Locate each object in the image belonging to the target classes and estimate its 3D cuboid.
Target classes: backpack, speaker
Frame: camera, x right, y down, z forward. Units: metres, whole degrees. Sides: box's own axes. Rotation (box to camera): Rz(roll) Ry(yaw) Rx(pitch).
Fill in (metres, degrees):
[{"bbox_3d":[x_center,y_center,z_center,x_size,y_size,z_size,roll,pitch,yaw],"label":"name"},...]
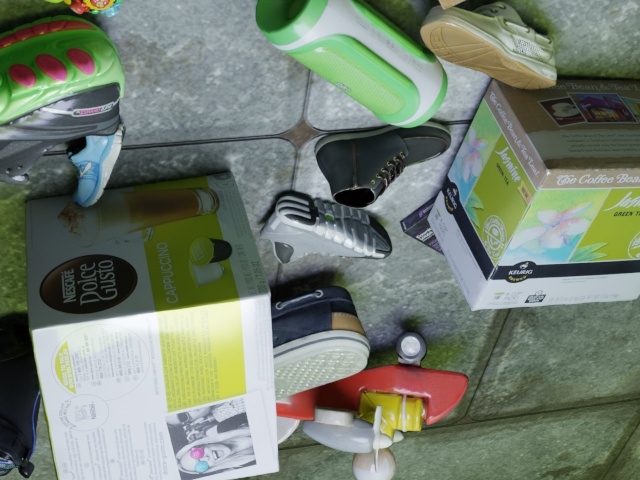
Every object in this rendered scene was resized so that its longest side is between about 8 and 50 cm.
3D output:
[{"bbox_3d":[-0.615,0.261,1.951,0.263,0.277,0.213,19,144,-33],"label":"backpack"},{"bbox_3d":[0.049,-0.265,1.611,0.131,0.131,0.296,-37,138,25],"label":"speaker"}]

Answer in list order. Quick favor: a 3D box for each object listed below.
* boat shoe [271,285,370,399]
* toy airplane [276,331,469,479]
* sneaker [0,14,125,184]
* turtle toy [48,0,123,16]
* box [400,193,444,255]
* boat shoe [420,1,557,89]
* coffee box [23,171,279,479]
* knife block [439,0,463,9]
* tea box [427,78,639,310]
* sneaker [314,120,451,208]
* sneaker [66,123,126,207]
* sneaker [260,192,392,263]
[{"bbox_3d":[-0.143,0.206,2.125,0.500,0.156,0.187,-19,147,23],"label":"boat shoe"},{"bbox_3d":[0.056,0.351,2.269,0.386,0.273,0.384,-7,169,-41],"label":"toy airplane"},{"bbox_3d":[-0.485,-0.135,1.533,0.482,0.185,0.202,-14,139,-1],"label":"sneaker"},{"bbox_3d":[-0.294,-0.321,1.460,0.130,0.066,0.095,2,139,-22],"label":"turtle toy"},{"bbox_3d":[0.234,-0.026,2.062,0.116,0.029,0.162,-38,136,26],"label":"box"},{"bbox_3d":[0.244,-0.297,1.675,0.098,0.096,0.277,0,170,43],"label":"boat shoe"},{"bbox_3d":[-0.259,0.142,1.771,0.334,0.338,0.338,-8,125,-10],"label":"coffee box"},{"bbox_3d":[0.178,-0.402,1.462,0.275,0.088,0.242,-23,160,10],"label":"knife block"},{"bbox_3d":[0.400,-0.075,1.884,0.328,0.220,0.324,-3,137,-22],"label":"tea box"},{"bbox_3d":[0.109,-0.113,1.831,0.222,0.118,0.083,-10,143,-7],"label":"sneaker"},{"bbox_3d":[-0.342,-0.119,1.722,0.073,0.063,0.162,19,129,-14],"label":"sneaker"},{"bbox_3d":[0.000,0.000,1.977,0.228,0.086,0.132,21,135,-26],"label":"sneaker"}]
